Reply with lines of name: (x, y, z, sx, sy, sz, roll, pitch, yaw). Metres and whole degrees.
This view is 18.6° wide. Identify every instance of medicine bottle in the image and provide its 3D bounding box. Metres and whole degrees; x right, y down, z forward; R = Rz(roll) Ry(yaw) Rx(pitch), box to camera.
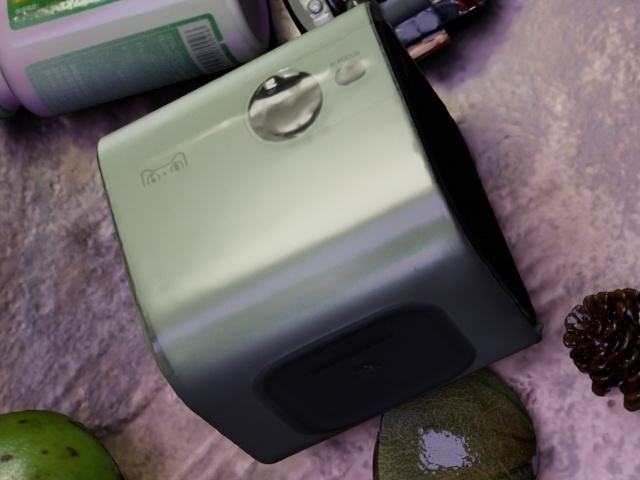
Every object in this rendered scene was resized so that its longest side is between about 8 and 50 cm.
medicine bottle: (-0.190, -0.183, 1.670, 0.274, 0.133, 0.133, -15, 81, 11)

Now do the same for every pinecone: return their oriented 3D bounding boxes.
pinecone: (0.242, 0.082, 1.553, 0.109, 0.102, 0.102, 27, 92, -19)

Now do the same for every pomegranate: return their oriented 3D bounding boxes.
pomegranate: (-0.240, 0.255, 1.623, 0.211, 0.263, 0.211, -28, 34, 20)

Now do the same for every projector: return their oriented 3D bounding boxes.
projector: (0.000, 0.000, 1.525, 0.249, 0.248, 0.248, -26, 58, 11)

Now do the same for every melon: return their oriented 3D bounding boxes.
melon: (0.108, 0.168, 1.581, 0.128, 0.079, 0.160, -1, 82, 28)

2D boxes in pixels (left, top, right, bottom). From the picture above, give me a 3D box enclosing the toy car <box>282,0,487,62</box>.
toy car: (0.027, -0.288, 1.638, 0.193, 0.118, 0.301, -28, 79, 7)
